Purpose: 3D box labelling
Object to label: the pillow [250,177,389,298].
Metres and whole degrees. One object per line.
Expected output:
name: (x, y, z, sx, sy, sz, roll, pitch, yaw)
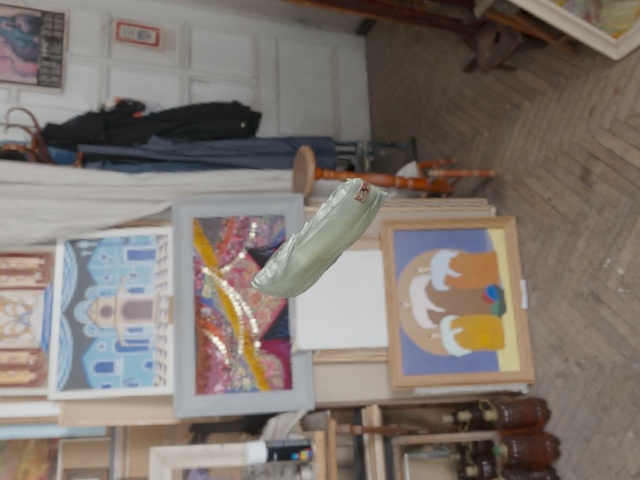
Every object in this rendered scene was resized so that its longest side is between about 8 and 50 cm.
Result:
pillow: (0.000, 0.000, 0.986, 0.229, 0.128, 0.051, -47, 64, 17)
